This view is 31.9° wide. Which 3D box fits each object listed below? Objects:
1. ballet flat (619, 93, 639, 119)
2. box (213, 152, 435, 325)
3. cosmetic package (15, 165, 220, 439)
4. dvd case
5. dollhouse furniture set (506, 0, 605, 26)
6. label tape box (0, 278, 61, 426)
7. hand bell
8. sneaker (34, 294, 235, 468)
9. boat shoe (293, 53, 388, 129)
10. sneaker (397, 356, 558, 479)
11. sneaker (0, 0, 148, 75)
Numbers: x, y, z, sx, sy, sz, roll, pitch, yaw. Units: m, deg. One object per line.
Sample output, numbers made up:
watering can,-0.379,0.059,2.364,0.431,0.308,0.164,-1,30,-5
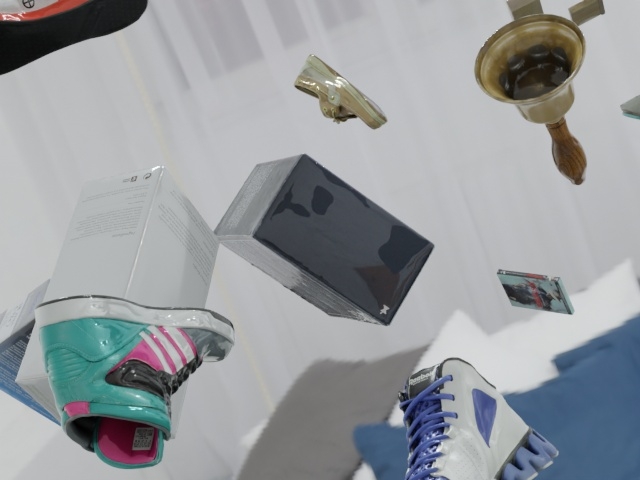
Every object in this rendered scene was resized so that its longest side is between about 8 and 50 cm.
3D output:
ballet flat,0.448,-0.163,1.343,0.072,0.068,0.213,0,17,-28
box,0.000,0.000,2.017,0.183,0.296,0.294,-59,17,-9
cosmetic package,-0.280,0.094,1.624,0.155,0.197,0.365,-9,46,23
dvd case,0.365,0.087,1.898,0.119,0.087,0.013,7,51,39
dollhouse furniture set,0.381,-0.433,1.902,0.151,0.123,0.144,-27,-27,9
label tape box,-0.407,0.185,1.897,0.333,0.240,0.106,-31,32,38
hand bell,0.276,-0.138,1.318,0.126,0.242,0.126,-14,52,19
sneaker,-0.192,0.165,1.257,0.123,0.178,0.295,-17,-17,32
boat shoe,0.020,-0.148,1.183,0.045,0.050,0.135,-51,47,6
sneaker,0.140,0.246,1.308,0.127,0.182,0.315,-41,-10,35
sneaker,-0.331,-0.264,1.177,0.270,0.145,0.090,-22,-27,-23
